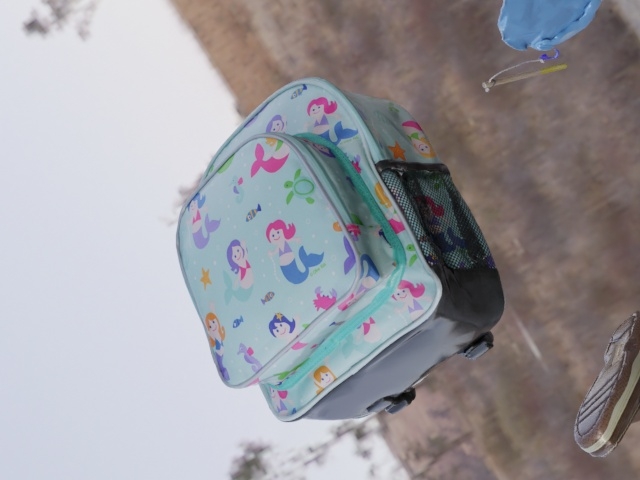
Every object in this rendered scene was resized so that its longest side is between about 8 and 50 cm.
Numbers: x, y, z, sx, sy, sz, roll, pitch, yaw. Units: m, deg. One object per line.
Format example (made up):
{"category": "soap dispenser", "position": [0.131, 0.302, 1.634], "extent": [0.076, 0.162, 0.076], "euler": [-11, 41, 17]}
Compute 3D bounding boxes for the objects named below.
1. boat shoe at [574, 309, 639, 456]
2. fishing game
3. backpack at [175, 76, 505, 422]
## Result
{"category": "boat shoe", "position": [0.408, 0.194, 1.598], "extent": [0.095, 0.095, 0.257], "euler": [39, -134, -1]}
{"category": "fishing game", "position": [0.271, -0.298, 1.417], "extent": [0.041, 0.189, 0.264], "euler": [47, 144, 34]}
{"category": "backpack", "position": [0.000, 0.000, 1.013], "extent": [0.191, 0.225, 0.253], "euler": [11, -132, -42]}
